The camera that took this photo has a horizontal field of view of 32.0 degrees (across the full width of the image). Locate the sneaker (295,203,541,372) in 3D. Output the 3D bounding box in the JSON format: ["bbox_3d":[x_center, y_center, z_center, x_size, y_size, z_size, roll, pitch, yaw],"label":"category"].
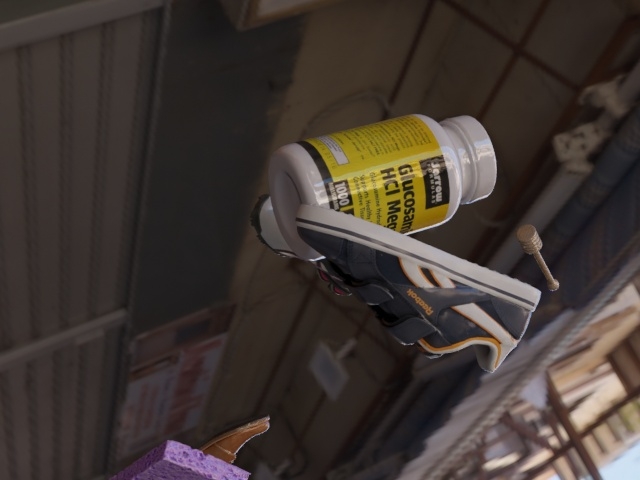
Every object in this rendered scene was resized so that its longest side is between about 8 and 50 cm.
[{"bbox_3d":[0.105,0.062,1.327,0.127,0.321,0.126,-68,-166,-1],"label":"sneaker"}]

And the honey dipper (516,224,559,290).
[{"bbox_3d":[0.329,0.032,1.666,0.030,0.030,0.160,46,-5,43],"label":"honey dipper"}]

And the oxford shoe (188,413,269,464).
[{"bbox_3d":[-0.175,0.375,1.972,0.076,0.212,0.076,60,-1,0],"label":"oxford shoe"}]

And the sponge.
[{"bbox_3d":[-0.190,0.312,1.396,0.210,0.117,0.031,-38,-147,45],"label":"sponge"}]

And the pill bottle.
[{"bbox_3d":[0.101,-0.095,1.771,0.188,0.334,0.187,164,-90,-70],"label":"pill bottle"}]

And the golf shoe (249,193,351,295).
[{"bbox_3d":[0.000,0.000,1.985,0.273,0.105,0.120,35,-20,-28],"label":"golf shoe"}]
